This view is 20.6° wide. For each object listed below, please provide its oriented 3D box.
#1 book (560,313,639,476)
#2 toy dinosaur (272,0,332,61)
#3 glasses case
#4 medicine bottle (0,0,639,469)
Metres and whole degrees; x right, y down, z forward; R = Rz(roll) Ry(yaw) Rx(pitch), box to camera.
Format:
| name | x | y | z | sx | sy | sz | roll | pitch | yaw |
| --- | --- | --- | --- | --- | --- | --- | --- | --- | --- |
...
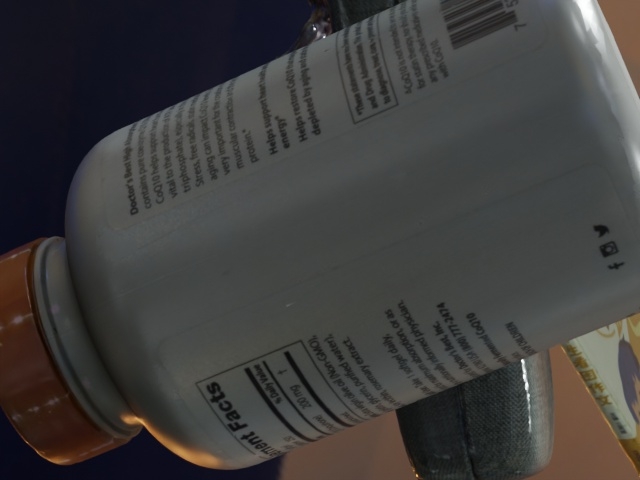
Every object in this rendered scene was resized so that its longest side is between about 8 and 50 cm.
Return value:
| name | x | y | z | sx | sy | sz | roll | pitch | yaw |
| --- | --- | --- | --- | --- | --- | --- | --- | --- | --- |
| book | 0.185 | 0.023 | 1.230 | 0.020 | 0.208 | 0.295 | -17 | -48 | 21 |
| toy dinosaur | 0.036 | -0.227 | 1.333 | 0.077 | 0.162 | 0.294 | 20 | -69 | -3 |
| glasses case | 0.062 | -0.037 | 0.897 | 0.074 | 0.131 | 0.323 | -9 | -91 | 11 |
| medicine bottle | 0.000 | 0.000 | 0.747 | 0.289 | 0.157 | 0.157 | -23 | -95 | 12 |
